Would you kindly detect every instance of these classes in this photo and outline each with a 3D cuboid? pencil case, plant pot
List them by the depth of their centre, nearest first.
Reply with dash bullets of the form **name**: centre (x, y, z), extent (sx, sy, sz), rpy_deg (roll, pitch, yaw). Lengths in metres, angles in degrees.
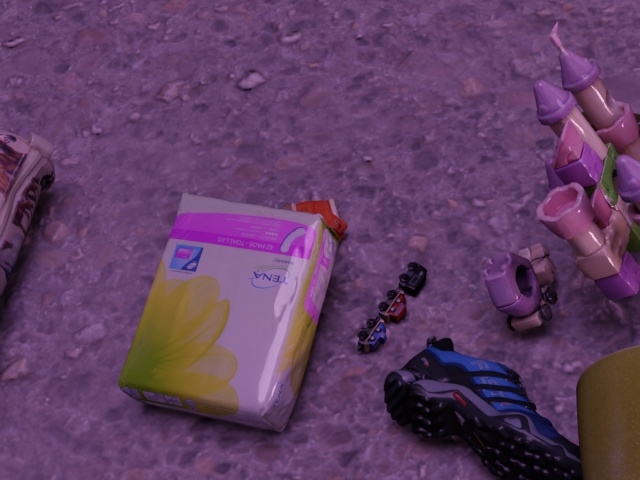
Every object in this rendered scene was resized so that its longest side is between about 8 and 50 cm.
- **plant pot**: centre (0.403, 0.304, 1.622), extent (0.275, 0.275, 0.293), rpy_deg (2, 57, 16)
- **pencil case**: centre (-0.513, 0.020, 2.154), extent (0.183, 0.160, 0.410), rpy_deg (-9, 48, 29)

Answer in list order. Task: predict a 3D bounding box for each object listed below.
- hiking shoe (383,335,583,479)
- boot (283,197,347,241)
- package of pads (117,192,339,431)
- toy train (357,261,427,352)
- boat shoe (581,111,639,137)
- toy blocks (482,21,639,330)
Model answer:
- **hiking shoe**: centre (0.230, 0.211, 1.838), extent (0.304, 0.113, 0.132), rpy_deg (29, 52, 24)
- **boot**: centre (0.000, 0.000, 2.107), extent (0.084, 0.059, 0.158), rpy_deg (-11, 48, -1)
- **package of pads**: centre (-0.114, 0.095, 1.996), extent (0.229, 0.101, 0.296), rpy_deg (9, 70, 22)
- **toy train**: centre (0.099, 0.093, 2.024), extent (0.036, 0.027, 0.158), rpy_deg (28, 62, 19)
- **boat shoe**: centre (0.444, -0.158, 2.132), extent (0.153, 0.048, 0.056), rpy_deg (3, 65, 26)
- **toy blocks**: centre (0.326, -0.093, 1.893), extent (0.309, 0.260, 0.288), rpy_deg (-21, 32, 38)
